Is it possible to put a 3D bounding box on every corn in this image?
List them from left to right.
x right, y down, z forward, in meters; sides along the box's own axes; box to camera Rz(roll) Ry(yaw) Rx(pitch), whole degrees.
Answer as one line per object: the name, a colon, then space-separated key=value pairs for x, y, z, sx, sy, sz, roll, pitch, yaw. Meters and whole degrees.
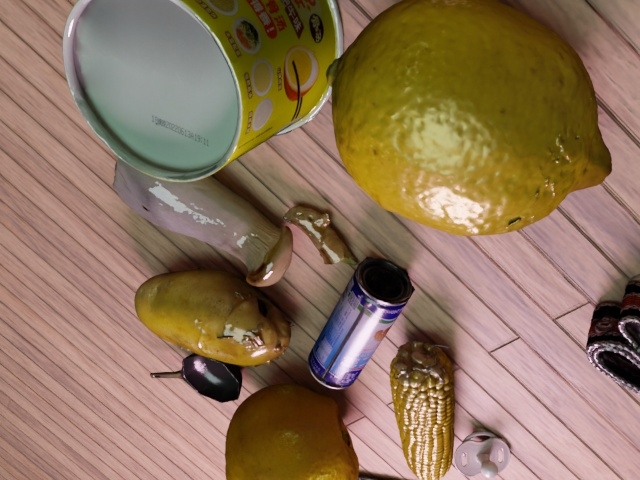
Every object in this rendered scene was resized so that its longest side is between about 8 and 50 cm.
corn: x=0.178 y=0.295 z=1.060 sx=0.106 sy=0.106 sz=0.305 roll=6 pitch=129 yaw=23

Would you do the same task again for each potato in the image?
potato: x=-0.188 y=0.132 z=1.093 sx=0.301 sy=0.140 sz=0.172 roll=12 pitch=134 yaw=25

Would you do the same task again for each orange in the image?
orange: x=-0.051 y=0.396 z=1.135 sx=0.236 sy=0.279 sz=0.278 roll=-10 pitch=122 yaw=-1

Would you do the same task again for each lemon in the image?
lemon: x=0.156 y=-0.128 z=0.677 sx=0.320 sy=0.245 sz=0.245 roll=24 pitch=130 yaw=3

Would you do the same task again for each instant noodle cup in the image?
instant noodle cup: x=-0.148 y=-0.227 z=0.766 sx=0.312 sy=0.221 sz=0.311 roll=12 pitch=127 yaw=17

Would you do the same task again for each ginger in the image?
ginger: x=0.004 y=-0.002 z=0.969 sx=0.137 sy=0.044 sz=0.057 roll=50 pitch=158 yaw=-11

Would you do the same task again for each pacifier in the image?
pacifier: x=0.281 y=0.375 z=1.073 sx=0.100 sy=0.078 sz=0.081 roll=-6 pitch=103 yaw=-1

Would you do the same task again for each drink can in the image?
drink can: x=0.059 y=0.138 z=1.007 sx=0.097 sy=0.097 sz=0.235 roll=29 pitch=130 yaw=5

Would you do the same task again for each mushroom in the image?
mushroom: x=-0.187 y=-0.048 z=0.998 sx=0.329 sy=0.122 sz=0.159 roll=34 pitch=168 yaw=1

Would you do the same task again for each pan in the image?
pan: x=-0.247 y=0.255 z=1.269 sx=0.202 sy=0.048 sz=0.128 roll=19 pitch=128 yaw=11

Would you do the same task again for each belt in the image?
belt: x=0.501 y=0.216 z=0.848 sx=0.359 sy=0.094 sz=0.126 roll=49 pitch=134 yaw=-10

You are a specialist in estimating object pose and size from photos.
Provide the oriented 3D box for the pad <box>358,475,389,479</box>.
pad: x=0.146 y=0.558 z=1.311 sx=0.233 sy=0.022 sz=0.174 roll=1 pitch=122 yaw=25
